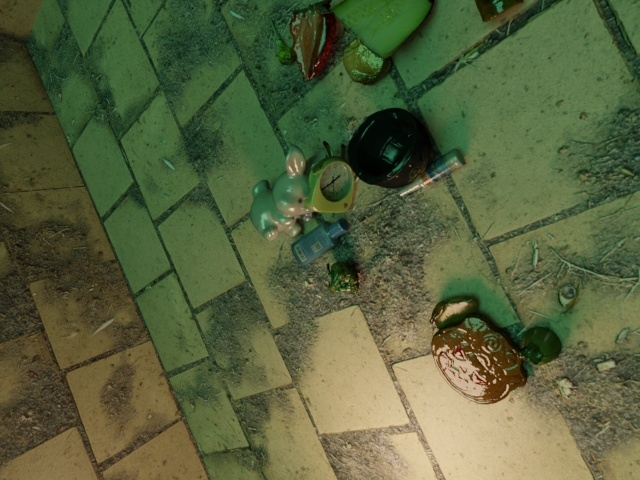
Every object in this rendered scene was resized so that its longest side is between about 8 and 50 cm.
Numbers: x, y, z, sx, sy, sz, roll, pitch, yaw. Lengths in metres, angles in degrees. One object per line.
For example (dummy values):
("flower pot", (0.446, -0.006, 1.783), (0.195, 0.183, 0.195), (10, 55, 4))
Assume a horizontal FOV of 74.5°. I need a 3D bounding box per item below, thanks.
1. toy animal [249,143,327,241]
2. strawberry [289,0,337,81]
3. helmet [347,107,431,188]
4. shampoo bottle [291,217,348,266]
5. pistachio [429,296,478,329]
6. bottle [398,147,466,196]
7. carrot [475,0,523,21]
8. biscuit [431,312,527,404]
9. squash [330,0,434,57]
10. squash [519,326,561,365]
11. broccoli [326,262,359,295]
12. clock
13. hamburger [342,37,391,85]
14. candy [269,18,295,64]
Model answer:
("toy animal", (-0.115, -0.181, 1.511), (0.367, 0.196, 0.241), (-45, 73, 38))
("strawberry", (-0.005, -0.645, 1.370), (0.174, 0.098, 0.228), (1, 105, 38))
("helmet", (0.218, -0.261, 1.256), (0.231, 0.160, 0.279), (-62, 35, 11))
("shampoo bottle", (0.000, 0.000, 1.552), (0.258, 0.061, 0.104), (-34, 80, 38))
("pistachio", (0.409, 0.215, 1.310), (0.089, 0.049, 0.173), (42, 125, -9))
("bottle", (0.326, -0.195, 1.264), (0.217, 0.060, 0.060), (-32, 82, 39))
("carrot", (0.406, -0.700, 1.043), (0.114, 0.114, 0.302), (-18, 94, 38))
("biscuit", (0.476, 0.368, 1.281), (0.273, 0.049, 0.257), (51, 124, 3))
("squash", (0.188, -0.660, 1.188), (0.237, 0.204, 0.155), (53, 149, 15))
("squash", (0.589, 0.306, 1.147), (0.105, 0.132, 0.105), (10, 107, 36))
("broccoli", (0.078, 0.138, 1.495), (0.130, 0.120, 0.131), (18, 147, 53))
("clock", (0.037, -0.210, 1.413), (0.069, 0.170, 0.232), (27, 112, 52))
("hamburger", (0.140, -0.556, 1.294), (0.138, 0.083, 0.147), (-24, 89, 34))
("candy", (-0.146, -0.709, 1.494), (0.062, 0.058, 0.194), (-23, 77, -2))
